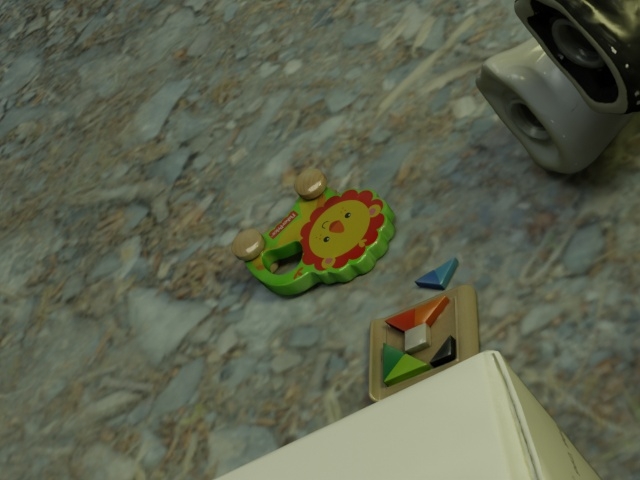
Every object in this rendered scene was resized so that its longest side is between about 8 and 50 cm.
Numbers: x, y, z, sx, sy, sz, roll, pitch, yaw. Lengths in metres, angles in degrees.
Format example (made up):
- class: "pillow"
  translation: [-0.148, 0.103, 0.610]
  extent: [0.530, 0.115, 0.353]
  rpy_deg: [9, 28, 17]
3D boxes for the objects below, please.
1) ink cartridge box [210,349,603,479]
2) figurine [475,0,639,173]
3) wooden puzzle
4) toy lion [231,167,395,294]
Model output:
- class: "ink cartridge box"
  translation: [0.048, 0.188, 0.472]
  extent: [0.198, 0.273, 0.115]
  rpy_deg: [-28, 38, 16]
- class: "figurine"
  translation: [0.205, -0.148, 0.771]
  extent: [0.209, 0.092, 0.215]
  rpy_deg: [-40, -7, -9]
- class: "wooden puzzle"
  translation: [0.062, 0.062, 0.807]
  extent: [0.078, 0.014, 0.116]
  rpy_deg: [-26, 38, 18]
- class: "toy lion"
  translation: [0.000, 0.000, 0.915]
  extent: [0.100, 0.034, 0.096]
  rpy_deg: [-44, 44, -4]
